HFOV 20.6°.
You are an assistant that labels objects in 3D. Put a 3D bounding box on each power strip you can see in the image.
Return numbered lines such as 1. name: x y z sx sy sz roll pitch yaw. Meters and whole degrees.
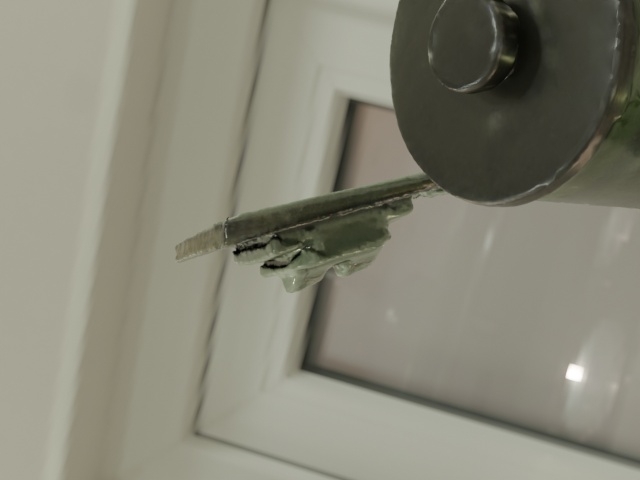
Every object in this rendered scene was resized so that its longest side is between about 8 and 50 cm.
1. power strip: 0.000 0.000 1.332 0.213 0.198 0.064 161 93 -76

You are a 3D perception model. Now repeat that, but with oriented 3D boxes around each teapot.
1. teapot: 0.216 -0.085 1.071 0.337 0.270 0.200 3 -49 -42
